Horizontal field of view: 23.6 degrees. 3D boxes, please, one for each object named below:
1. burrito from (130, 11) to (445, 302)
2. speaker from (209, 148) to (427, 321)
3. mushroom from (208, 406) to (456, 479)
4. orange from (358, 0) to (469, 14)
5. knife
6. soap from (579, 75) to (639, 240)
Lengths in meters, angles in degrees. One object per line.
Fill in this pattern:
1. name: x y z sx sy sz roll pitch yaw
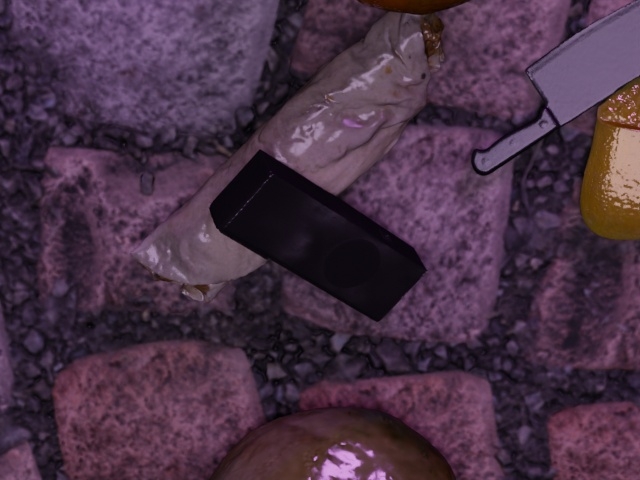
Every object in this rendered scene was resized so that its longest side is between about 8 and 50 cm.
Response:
1. burrito: -0.018 -0.080 1.518 0.392 0.076 0.117 -43 124 13
2. speaker: 0.000 0.000 1.502 0.218 0.044 0.082 33 109 -34
3. mushroom: 0.035 0.296 1.539 0.292 0.217 0.212 33 100 -5
4. orange: 0.094 -0.316 1.394 0.240 0.171 0.240 -1 76 2
5. knife: 0.242 -0.154 1.514 0.245 0.019 0.072 -35 88 10
6. soap: 0.306 -0.082 1.519 0.089 0.033 0.168 3 103 4
